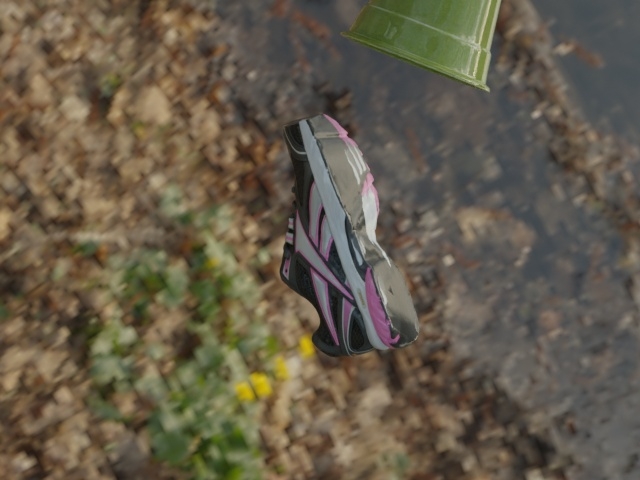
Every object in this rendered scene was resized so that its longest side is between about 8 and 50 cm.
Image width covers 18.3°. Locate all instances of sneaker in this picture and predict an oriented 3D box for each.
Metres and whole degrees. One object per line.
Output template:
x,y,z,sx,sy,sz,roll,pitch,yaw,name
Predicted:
0.000,0.000,1.385,0.072,0.077,0.178,6,65,-64,sneaker

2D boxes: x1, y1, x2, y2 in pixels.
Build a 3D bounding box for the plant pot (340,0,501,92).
0.062,-0.128,1.031,0.083,0.083,0.079,18,95,-27,plant pot
